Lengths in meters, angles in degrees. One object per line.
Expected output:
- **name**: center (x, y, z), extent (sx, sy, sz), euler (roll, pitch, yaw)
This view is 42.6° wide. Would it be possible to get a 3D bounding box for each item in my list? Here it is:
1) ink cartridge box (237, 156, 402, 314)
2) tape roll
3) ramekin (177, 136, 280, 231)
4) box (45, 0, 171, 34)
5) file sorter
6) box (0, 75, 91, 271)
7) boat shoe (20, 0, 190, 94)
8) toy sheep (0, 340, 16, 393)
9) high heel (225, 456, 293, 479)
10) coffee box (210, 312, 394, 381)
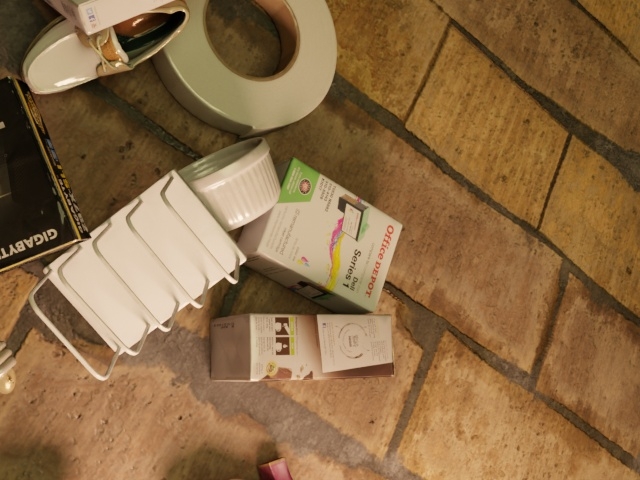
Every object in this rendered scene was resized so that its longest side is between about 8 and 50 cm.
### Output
- **ink cartridge box**: center (0.000, 0.000, 1.580), extent (0.278, 0.117, 0.201), euler (30, 68, -25)
- **tape roll**: center (-0.146, -0.396, 1.585), extent (0.392, 0.072, 0.392), euler (6, 78, -31)
- **ramekin**: center (-0.169, -0.090, 1.446), extent (0.207, 0.207, 0.109), euler (-35, 109, -31)
- **box**: center (-0.306, -0.465, 1.388), extent (0.322, 0.232, 0.058), euler (-30, 136, -24)
- **file sorter**: center (-0.286, 0.057, 1.288), extent (0.277, 0.173, 0.193), euler (-36, 103, 7)
- **box**: center (-0.537, -0.061, 1.196), extent (0.322, 0.079, 0.257), euler (-21, 92, 0)
- **boat shoe**: center (-0.359, -0.335, 1.370), extent (0.302, 0.103, 0.113), euler (-34, 130, -9)
- **toy sheep**: center (-0.518, 0.183, 1.252), extent (0.132, 0.091, 0.091), euler (47, 61, -11)
- **high heel**: center (-0.139, 0.472, 1.439), extent (0.244, 0.082, 0.117), euler (-10, 77, -45)
- **coffee box**: center (-0.032, 0.196, 1.499), extent (0.297, 0.168, 0.119), euler (3, 80, -31)
